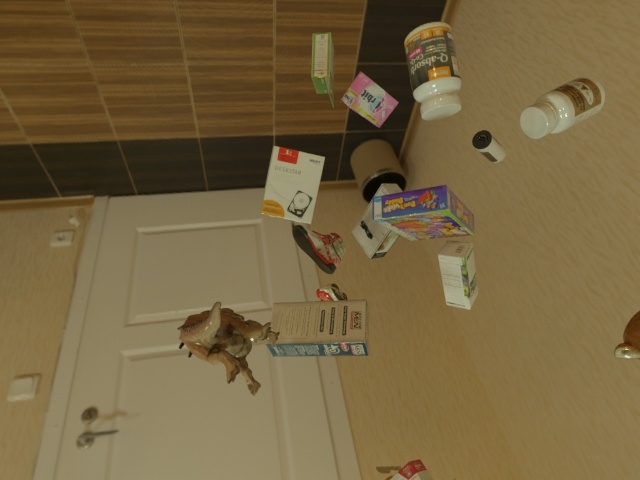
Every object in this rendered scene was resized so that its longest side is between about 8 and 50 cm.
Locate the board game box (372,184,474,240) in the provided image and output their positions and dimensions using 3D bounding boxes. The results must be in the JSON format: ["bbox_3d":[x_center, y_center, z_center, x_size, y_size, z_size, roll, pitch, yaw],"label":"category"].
[{"bbox_3d":[0.350,-0.078,1.336,0.233,0.078,0.347,-7,165,32],"label":"board game box"}]

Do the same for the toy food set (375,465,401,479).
[{"bbox_3d":[0.278,0.973,1.520,0.128,0.218,0.071,6,133,-27],"label":"toy food set"}]

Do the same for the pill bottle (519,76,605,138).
[{"bbox_3d":[0.746,-0.409,1.256,0.229,0.131,0.131,-27,145,-13],"label":"pill bottle"}]

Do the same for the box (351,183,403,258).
[{"bbox_3d":[0.263,-0.079,1.707,0.087,0.169,0.290,-6,139,-38],"label":"box"}]

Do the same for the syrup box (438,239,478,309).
[{"bbox_3d":[0.494,0.124,1.439,0.096,0.093,0.237,7,129,39],"label":"syrup box"}]

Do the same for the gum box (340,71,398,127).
[{"bbox_3d":[0.172,-0.469,1.363,0.188,0.062,0.107,14,121,-48],"label":"gum box"}]

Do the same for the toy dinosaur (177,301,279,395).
[{"bbox_3d":[-0.194,0.173,0.741,0.200,0.127,0.296,24,162,18],"label":"toy dinosaur"}]

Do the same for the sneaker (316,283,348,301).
[{"bbox_3d":[0.061,0.297,1.954,0.118,0.107,0.279,-16,136,17],"label":"sneaker"}]

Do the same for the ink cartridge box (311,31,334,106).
[{"bbox_3d":[0.009,-0.553,1.323,0.062,0.209,0.109,0,174,8],"label":"ink cartridge box"}]

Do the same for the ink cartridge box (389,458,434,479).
[{"bbox_3d":[0.250,0.653,1.030,0.056,0.135,0.099,23,111,-43],"label":"ink cartridge box"}]

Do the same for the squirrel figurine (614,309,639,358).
[{"bbox_3d":[0.887,0.330,0.909,0.281,0.370,0.397,-23,120,-28],"label":"squirrel figurine"}]

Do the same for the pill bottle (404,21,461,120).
[{"bbox_3d":[0.382,-0.562,1.356,0.162,0.279,0.162,-9,175,-1],"label":"pill bottle"}]

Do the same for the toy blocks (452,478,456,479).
[{"bbox_3d":[0.329,0.537,0.801,0.148,0.054,0.123,10,128,10],"label":"toy blocks"}]

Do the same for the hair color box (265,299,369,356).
[{"bbox_3d":[-0.005,0.311,1.427,0.347,0.174,0.105,-4,137,13],"label":"hair color box"}]

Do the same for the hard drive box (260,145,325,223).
[{"bbox_3d":[-0.095,-0.188,1.387,0.181,0.089,0.232,11,95,-2],"label":"hard drive box"}]

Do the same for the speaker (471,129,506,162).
[{"bbox_3d":[0.467,-0.258,1.115,0.055,0.055,0.136,-38,151,29],"label":"speaker"}]

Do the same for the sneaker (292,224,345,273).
[{"bbox_3d":[0.000,0.001,1.670,0.090,0.145,0.270,-7,130,49],"label":"sneaker"}]
